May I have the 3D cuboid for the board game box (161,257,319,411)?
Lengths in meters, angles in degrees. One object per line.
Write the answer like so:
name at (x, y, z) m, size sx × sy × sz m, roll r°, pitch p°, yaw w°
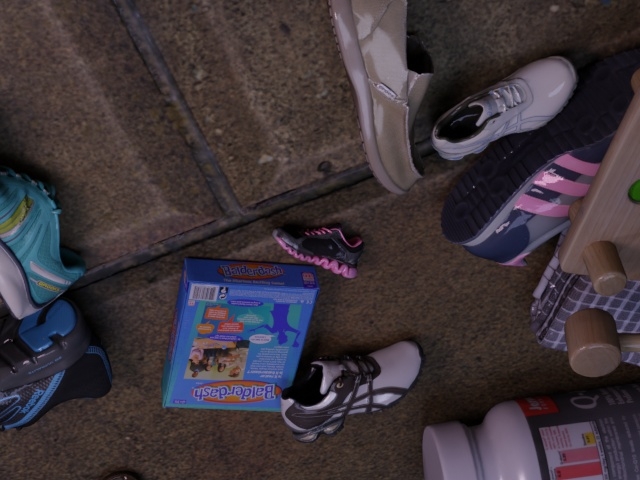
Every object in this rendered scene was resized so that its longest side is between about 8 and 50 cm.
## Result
board game box at (-0.101, 0.119, 1.626) m, size 0.160 × 0.047 × 0.210 m, roll 4°, pitch 127°, yaw -15°

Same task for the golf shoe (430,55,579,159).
golf shoe at (0.198, -0.142, 1.436) m, size 0.176 × 0.086 × 0.069 m, roll -32°, pitch 82°, yaw 12°

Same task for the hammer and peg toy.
hammer and peg toy at (0.397, -0.012, 1.419) m, size 0.266 × 0.127 × 0.361 m, roll 5°, pitch 133°, yaw -12°

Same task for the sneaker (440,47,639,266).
sneaker at (0.287, -0.087, 1.503) m, size 0.131 × 0.112 × 0.319 m, roll 29°, pitch 125°, yaw -36°

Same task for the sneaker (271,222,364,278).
sneaker at (0.000, 0.000, 1.558) m, size 0.119 × 0.047 × 0.057 m, roll 21°, pitch 103°, yaw -27°

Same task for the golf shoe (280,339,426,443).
golf shoe at (0.040, 0.175, 1.656) m, size 0.198 × 0.077 × 0.094 m, roll -32°, pitch 136°, yaw -7°

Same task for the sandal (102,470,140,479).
sandal at (-0.283, 0.401, 1.821) m, size 0.090 × 0.060 × 0.219 m, roll -2°, pitch 115°, yaw -17°

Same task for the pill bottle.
pill bottle at (0.329, 0.304, 1.752) m, size 0.363 × 0.210 × 0.210 m, roll -7°, pitch 130°, yaw -5°

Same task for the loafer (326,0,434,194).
loafer at (0.077, -0.162, 1.397) m, size 0.092 × 0.102 × 0.268 m, roll -13°, pitch 129°, yaw 8°

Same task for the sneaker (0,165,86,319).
sneaker at (-0.339, -0.038, 1.441) m, size 0.110 × 0.107 × 0.275 m, roll -29°, pitch 136°, yaw -11°

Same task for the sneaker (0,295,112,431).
sneaker at (-0.411, 0.191, 1.579) m, size 0.341 × 0.125 × 0.139 m, roll -20°, pitch 134°, yaw 9°

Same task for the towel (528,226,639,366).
towel at (0.403, 0.037, 1.608) m, size 0.235 × 0.121 × 0.283 m, roll 10°, pitch 126°, yaw -17°
